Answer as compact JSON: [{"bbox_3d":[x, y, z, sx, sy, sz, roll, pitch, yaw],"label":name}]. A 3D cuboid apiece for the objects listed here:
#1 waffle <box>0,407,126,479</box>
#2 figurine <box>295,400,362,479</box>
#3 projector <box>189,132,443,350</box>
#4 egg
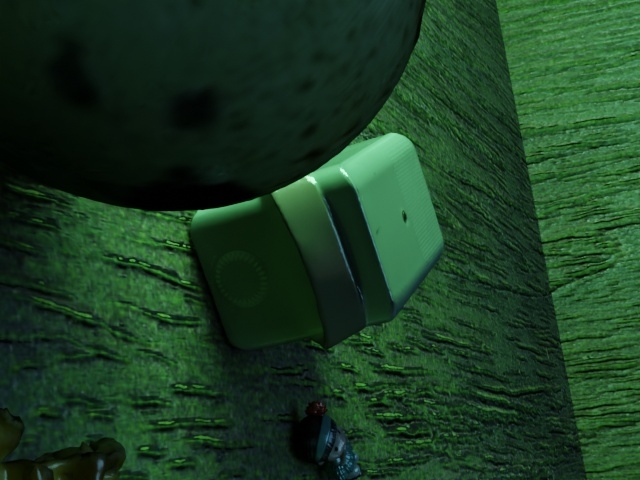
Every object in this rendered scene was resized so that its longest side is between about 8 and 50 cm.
[{"bbox_3d":[-0.228,0.092,0.485,0.324,0.151,0.261,66,22,-20],"label":"waffle"},{"bbox_3d":[0.011,0.214,1.067,0.106,0.047,0.060,53,42,-47],"label":"figurine"},{"bbox_3d":[0.000,0.000,0.995,0.163,0.177,0.242,70,23,-10],"label":"projector"},{"bbox_3d":[-0.121,-0.202,0.630,0.428,0.345,0.345,31,49,-46],"label":"egg"}]
